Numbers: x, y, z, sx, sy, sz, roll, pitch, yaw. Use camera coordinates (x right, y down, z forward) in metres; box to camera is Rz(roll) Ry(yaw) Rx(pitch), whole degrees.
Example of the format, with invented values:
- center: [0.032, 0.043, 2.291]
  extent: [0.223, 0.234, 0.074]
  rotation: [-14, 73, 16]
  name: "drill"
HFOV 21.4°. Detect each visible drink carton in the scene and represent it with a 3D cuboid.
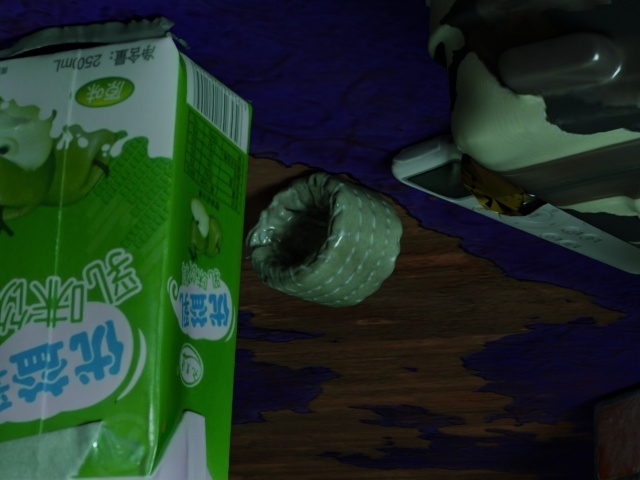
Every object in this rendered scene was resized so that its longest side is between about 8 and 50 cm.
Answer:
- center: [-0.138, 0.021, 0.971]
  extent: [0.161, 0.271, 0.108]
  rotation: [-6, 159, 22]
  name: "drink carton"

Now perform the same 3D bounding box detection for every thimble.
- center: [0.000, 0.000, 1.163]
  extent: [0.062, 0.084, 0.110]
  rotation: [22, 165, -37]
  name: "thimble"

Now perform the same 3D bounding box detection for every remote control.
- center: [0.161, -0.018, 1.167]
  extent: [0.261, 0.029, 0.067]
  rotation: [20, 154, -37]
  name: "remote control"

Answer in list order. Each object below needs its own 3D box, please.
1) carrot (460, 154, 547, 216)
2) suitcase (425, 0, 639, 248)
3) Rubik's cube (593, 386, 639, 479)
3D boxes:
- center: [0.153, -0.075, 0.973]
  extent: [0.069, 0.069, 0.229]
  rotation: [11, 157, -20]
  name: "carrot"
- center: [0.252, -0.104, 0.709]
  extent: [0.352, 0.193, 0.339]
  rotation: [-10, 162, 33]
  name: "suitcase"
- center: [0.453, 0.278, 1.540]
  extent: [0.301, 0.305, 0.304]
  rotation: [12, 159, -25]
  name: "Rubik's cube"
